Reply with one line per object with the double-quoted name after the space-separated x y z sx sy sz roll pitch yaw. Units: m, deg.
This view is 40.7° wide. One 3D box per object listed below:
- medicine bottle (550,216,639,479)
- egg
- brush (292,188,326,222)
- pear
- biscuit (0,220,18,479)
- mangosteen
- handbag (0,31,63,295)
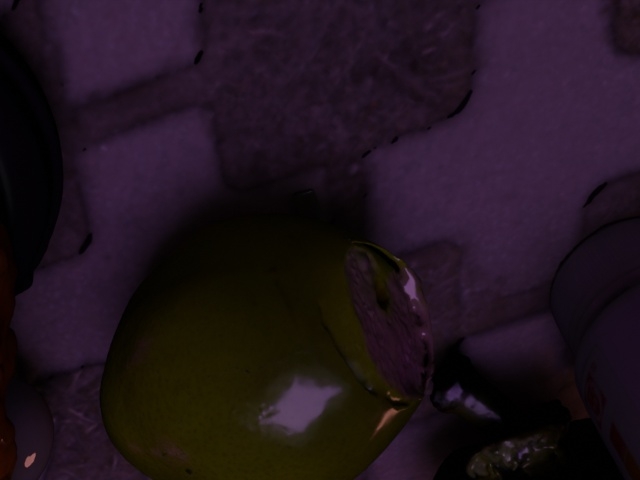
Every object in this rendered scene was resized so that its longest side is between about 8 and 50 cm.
0.258 0.102 0.576 0.152 0.254 0.151 -4 124 -5 "medicine bottle"
-0.253 0.148 0.614 0.135 0.103 0.103 -29 124 17 "egg"
0.000 0.000 0.611 0.016 0.013 0.083 -17 123 5 "brush"
-0.047 0.077 0.555 0.220 0.187 0.187 -17 128 30 "pear"
-0.320 0.101 0.453 0.312 0.110 0.318 5 122 -11 "biscuit"
0.187 0.214 0.675 0.231 0.231 0.289 -32 102 12 "mangosteen"
-0.304 -0.034 0.488 0.308 0.093 0.253 -4 124 -7 "handbag"
